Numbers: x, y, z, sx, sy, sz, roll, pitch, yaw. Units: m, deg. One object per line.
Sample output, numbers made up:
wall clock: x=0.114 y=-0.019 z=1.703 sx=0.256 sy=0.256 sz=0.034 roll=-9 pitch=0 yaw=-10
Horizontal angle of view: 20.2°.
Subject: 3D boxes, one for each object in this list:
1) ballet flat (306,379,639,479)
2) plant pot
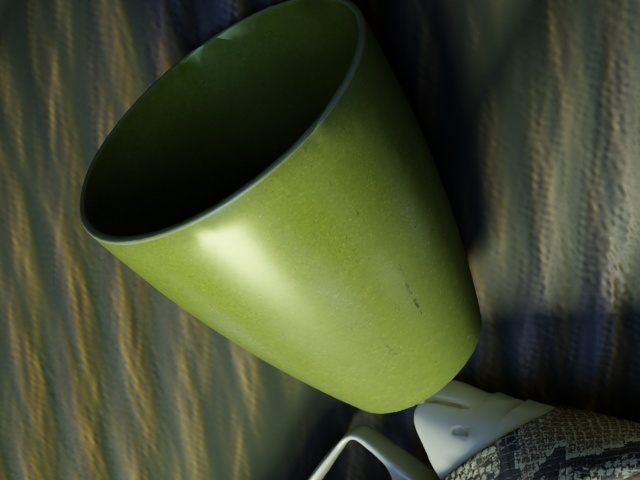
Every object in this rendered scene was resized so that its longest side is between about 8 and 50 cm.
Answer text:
ballet flat: x=0.090 y=0.238 z=1.621 sx=0.483 sy=0.164 sz=0.182 roll=-36 pitch=78 yaw=30
plant pot: x=0.000 y=0.000 z=1.469 sx=0.275 sy=0.275 sz=0.293 roll=-23 pitch=122 yaw=26
